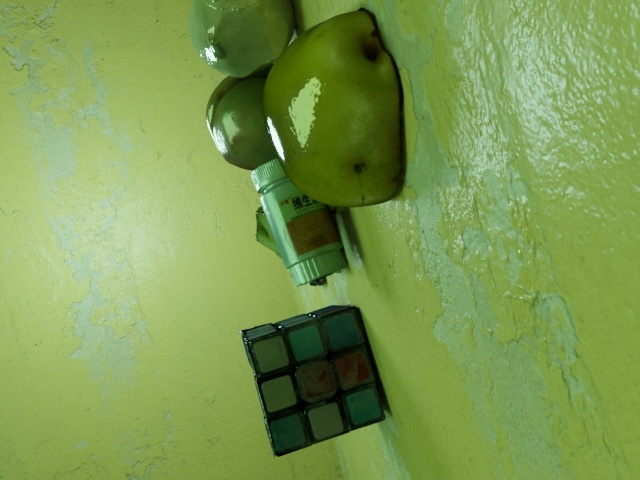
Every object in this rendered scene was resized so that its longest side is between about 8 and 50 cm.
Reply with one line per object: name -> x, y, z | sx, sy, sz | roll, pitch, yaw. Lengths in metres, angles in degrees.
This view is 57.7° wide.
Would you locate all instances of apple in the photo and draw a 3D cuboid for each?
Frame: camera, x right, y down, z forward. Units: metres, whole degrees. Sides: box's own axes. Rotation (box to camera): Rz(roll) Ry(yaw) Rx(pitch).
apple -> -0.108, -0.047, 1.738 | 0.346, 0.179, 0.254 | 112, 154, -71

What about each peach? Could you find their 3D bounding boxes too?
peach -> -0.171, -0.328, 1.567 | 0.292, 0.247, 0.293 | -9, 80, 58

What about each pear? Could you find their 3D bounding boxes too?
pear -> 0.001, -0.213, 1.050 | 0.386, 0.191, 0.341 | 94, 158, -65

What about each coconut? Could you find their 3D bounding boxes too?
coconut -> -0.191, -0.524, 1.411 | 0.245, 0.244, 0.247 | 84, -160, -48

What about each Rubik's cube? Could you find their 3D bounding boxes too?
Rubik's cube -> -0.031, 0.409, 1.796 | 0.362, 0.363, 0.359 | 141, 114, -78

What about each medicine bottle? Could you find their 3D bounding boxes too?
medicine bottle -> -0.052, -0.050, 1.487 | 0.158, 0.158, 0.318 | 133, 117, -79

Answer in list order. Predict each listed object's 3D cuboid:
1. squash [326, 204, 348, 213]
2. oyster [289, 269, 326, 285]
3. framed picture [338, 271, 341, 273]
squash -> 0.014, -0.190, 1.469 | 0.252, 0.048, 0.252 | 163, 90, -78
oyster -> -0.062, 0.086, 2.204 | 0.275, 0.100, 0.271 | -110, 24, -45
framed picture -> 0.000, 0.000, 1.751 | 0.252, 0.014, 0.197 | 175, 83, -71
